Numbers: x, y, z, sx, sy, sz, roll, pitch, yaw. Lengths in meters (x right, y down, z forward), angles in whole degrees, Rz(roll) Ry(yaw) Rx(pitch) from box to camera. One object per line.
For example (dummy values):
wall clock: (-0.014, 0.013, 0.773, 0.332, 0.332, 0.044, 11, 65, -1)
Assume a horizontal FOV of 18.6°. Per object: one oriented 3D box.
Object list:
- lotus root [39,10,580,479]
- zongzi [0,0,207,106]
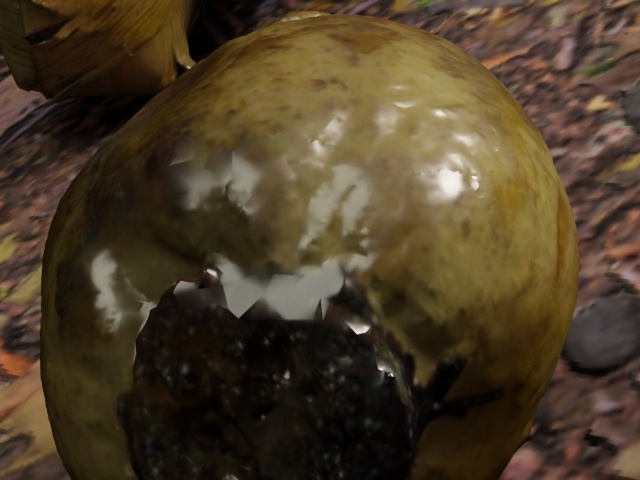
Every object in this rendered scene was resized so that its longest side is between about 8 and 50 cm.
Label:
lotus root: (0.000, 0.000, 0.518, 0.138, 0.138, 0.214, -19, 29, 18)
zongzi: (-0.097, -0.177, 0.839, 0.099, 0.197, 0.194, -6, 28, 7)
